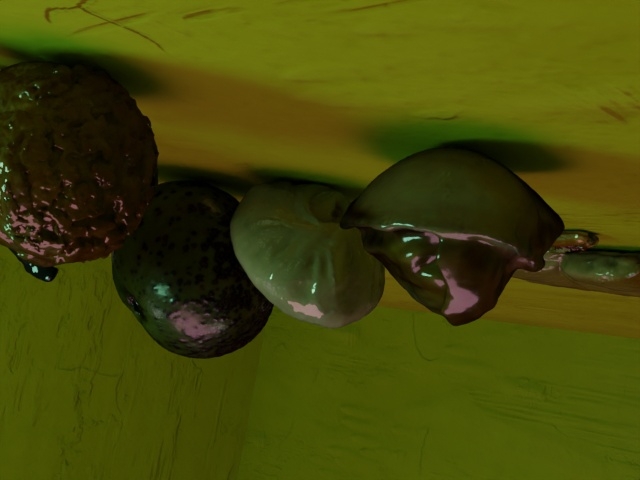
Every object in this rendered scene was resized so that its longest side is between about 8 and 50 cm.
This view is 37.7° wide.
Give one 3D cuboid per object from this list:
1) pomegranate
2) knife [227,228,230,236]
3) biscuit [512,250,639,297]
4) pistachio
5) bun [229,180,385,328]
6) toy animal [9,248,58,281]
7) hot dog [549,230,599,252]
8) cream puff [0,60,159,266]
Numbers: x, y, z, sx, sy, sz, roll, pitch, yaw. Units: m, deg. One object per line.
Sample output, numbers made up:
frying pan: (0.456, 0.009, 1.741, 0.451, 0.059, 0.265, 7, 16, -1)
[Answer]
pomegranate: (-0.116, 0.022, 1.106, 0.248, 0.214, 0.214, -24, -170, -26)
knife: (-0.029, -0.007, 1.077, 0.021, 0.045, 0.222, -37, 168, 29)
biscuit: (0.295, 0.034, 1.141, 0.299, 0.045, 0.154, 6, 174, 39)
pistachio: (0.097, -0.008, 0.718, 0.165, 0.130, 0.210, 3, -169, -13)
bun: (0.000, 0.000, 0.974, 0.183, 0.102, 0.183, 28, -149, -18)
toy animal: (-0.286, -0.063, 0.704, 0.232, 0.085, 0.148, 58, -173, -28)
hot dog: (0.260, 0.001, 1.006, 0.037, 0.021, 0.083, 15, 171, -28)
cream puff: (-0.176, -0.057, 0.664, 0.115, 0.150, 0.165, -8, -147, 11)
